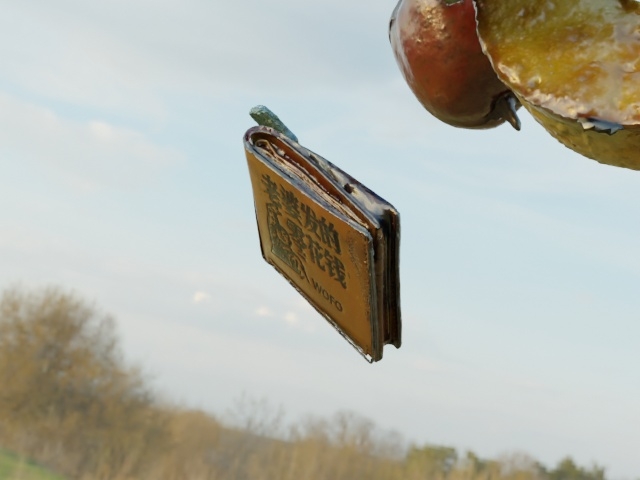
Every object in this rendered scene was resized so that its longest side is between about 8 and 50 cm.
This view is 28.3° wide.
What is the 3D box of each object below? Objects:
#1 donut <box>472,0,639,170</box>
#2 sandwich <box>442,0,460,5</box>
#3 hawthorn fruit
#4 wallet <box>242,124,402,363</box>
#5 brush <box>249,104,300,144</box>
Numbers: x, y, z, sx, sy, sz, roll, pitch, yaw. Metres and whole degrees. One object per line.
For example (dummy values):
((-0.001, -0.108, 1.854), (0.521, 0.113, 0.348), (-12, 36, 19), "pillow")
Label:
((0.360, -0.251, 1.380), (0.435, 0.377, 0.163), (59, 2, 36), "donut")
((0.048, -0.239, 0.883), (0.163, 0.079, 0.113), (49, 26, 3), "sandwich")
((0.199, -0.244, 1.659), (0.215, 0.250, 0.215), (-16, -24, -7), "hawthorn fruit")
((-0.002, 0.001, 1.122), (0.195, 0.042, 0.161), (38, -35, 38), "wallet")
((-0.032, -0.131, 1.921), (0.196, 0.021, 0.070), (46, -13, -18), "brush")
